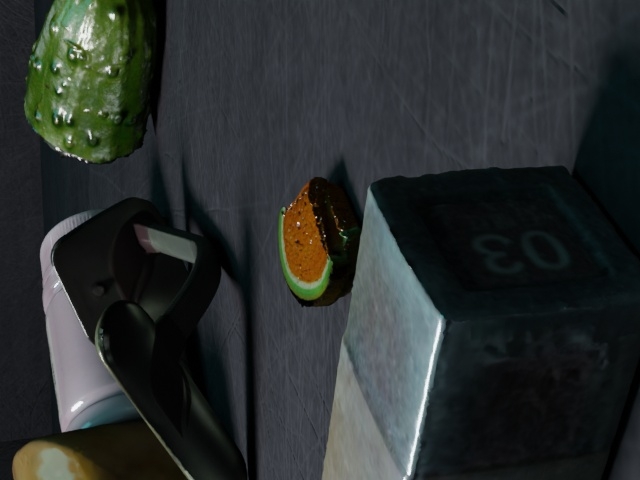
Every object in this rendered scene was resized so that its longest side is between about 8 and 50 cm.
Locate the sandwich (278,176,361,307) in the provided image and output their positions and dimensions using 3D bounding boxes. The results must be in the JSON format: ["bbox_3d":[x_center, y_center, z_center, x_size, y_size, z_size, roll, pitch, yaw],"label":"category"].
[{"bbox_3d":[0.001,0.003,0.707,0.101,0.026,0.069,140,128,-67],"label":"sandwich"}]

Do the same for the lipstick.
[{"bbox_3d":[0.041,0.146,0.510,0.076,0.079,0.371,-116,26,-49],"label":"lipstick"}]

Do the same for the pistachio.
[{"bbox_3d":[-0.174,0.260,1.116,0.212,0.163,0.260,32,144,13],"label":"pistachio"}]

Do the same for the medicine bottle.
[{"bbox_3d":[-0.198,0.099,1.236,0.133,0.133,0.250,104,154,-49],"label":"medicine bottle"}]

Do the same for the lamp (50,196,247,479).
[{"bbox_3d":[-0.121,0.088,1.060,0.203,0.124,0.283,69,167,-21],"label":"lamp"}]

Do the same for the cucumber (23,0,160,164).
[{"bbox_3d":[-0.211,-0.196,1.230,0.244,0.134,0.134,112,150,-49],"label":"cucumber"}]
